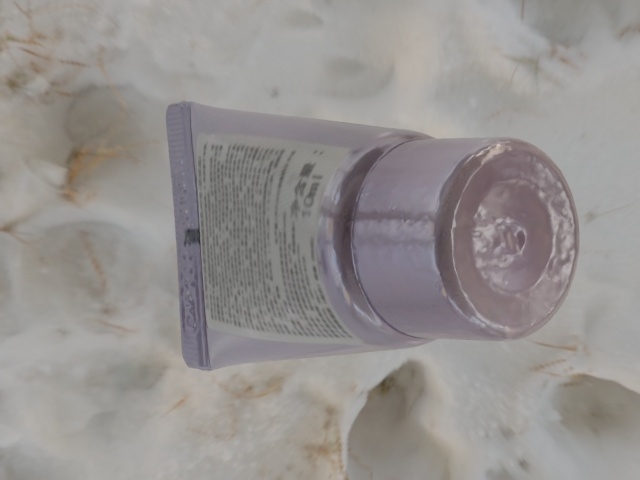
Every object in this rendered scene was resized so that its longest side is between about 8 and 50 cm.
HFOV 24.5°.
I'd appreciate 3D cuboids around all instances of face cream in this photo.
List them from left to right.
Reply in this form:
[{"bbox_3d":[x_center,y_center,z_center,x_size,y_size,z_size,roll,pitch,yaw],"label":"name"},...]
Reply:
[{"bbox_3d":[0.000,0.000,0.745,0.096,0.274,0.154,-10,97,-38],"label":"face cream"}]
